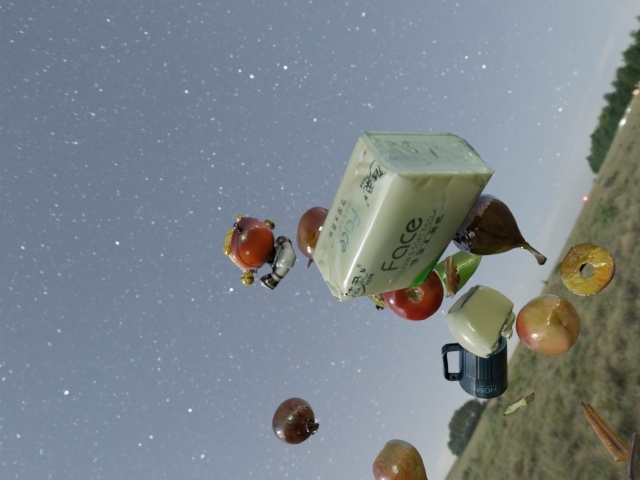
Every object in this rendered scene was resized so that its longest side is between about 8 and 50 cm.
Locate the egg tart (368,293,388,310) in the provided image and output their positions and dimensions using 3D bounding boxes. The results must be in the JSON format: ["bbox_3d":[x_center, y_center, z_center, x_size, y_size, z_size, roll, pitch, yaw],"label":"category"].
[{"bbox_3d":[0.229,0.160,1.696,0.107,0.291,0.290,-41,-13,32],"label":"egg tart"}]

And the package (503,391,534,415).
[{"bbox_3d":[0.771,0.635,1.809,0.108,0.031,0.121,-2,-39,-50],"label":"package"}]

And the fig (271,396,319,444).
[{"bbox_3d":[-0.100,0.774,1.994,0.205,0.205,0.205,-42,-34,-38],"label":"fig"}]

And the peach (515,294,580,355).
[{"bbox_3d":[0.667,0.247,1.367,0.184,0.184,0.184,-42,-34,-38],"label":"peach"}]

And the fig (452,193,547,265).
[{"bbox_3d":[0.595,-0.012,1.541,0.217,0.320,0.217,-57,-6,-10],"label":"fig"}]

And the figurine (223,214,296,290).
[{"bbox_3d":[-0.263,0.030,1.960,0.323,0.196,0.320,31,-120,-27],"label":"figurine"}]

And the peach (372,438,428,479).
[{"bbox_3d":[0.329,0.912,1.853,0.232,0.232,0.233,-42,-34,-38],"label":"peach"}]

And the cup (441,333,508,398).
[{"bbox_3d":[0.787,0.594,2.349,0.242,0.307,0.292,-43,-47,-42],"label":"cup"}]

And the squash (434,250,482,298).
[{"bbox_3d":[0.752,0.162,2.413,0.288,0.111,0.203,-25,-77,-1],"label":"squash"}]

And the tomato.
[{"bbox_3d":[0.290,0.156,1.468,0.136,0.195,0.195,-40,-28,-81],"label":"tomato"}]

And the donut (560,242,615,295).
[{"bbox_3d":[0.963,0.105,1.671,0.074,0.174,0.190,6,-81,-45],"label":"donut"}]

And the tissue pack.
[{"bbox_3d":[0.197,-0.059,1.193,0.331,0.205,0.405,-5,-46,-30],"label":"tissue pack"}]

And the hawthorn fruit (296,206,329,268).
[{"bbox_3d":[0.000,0.000,2.217,0.298,0.276,0.277,-61,-26,1],"label":"hawthorn fruit"}]

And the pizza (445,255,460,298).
[{"bbox_3d":[0.585,0.176,2.051,0.199,0.062,0.188,50,-139,-63],"label":"pizza"}]

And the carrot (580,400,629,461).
[{"bbox_3d":[0.948,0.632,1.570,0.061,0.210,0.061,-11,-48,-13],"label":"carrot"}]

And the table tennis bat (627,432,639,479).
[{"bbox_3d":[0.737,0.562,1.188,0.107,0.119,0.170,33,-112,-41],"label":"table tennis bat"}]

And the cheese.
[{"bbox_3d":[0.588,0.289,1.678,0.266,0.233,0.127,-40,-18,-33],"label":"cheese"}]
